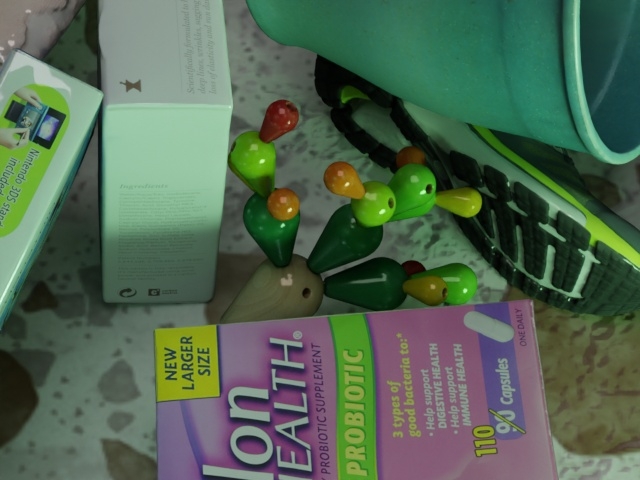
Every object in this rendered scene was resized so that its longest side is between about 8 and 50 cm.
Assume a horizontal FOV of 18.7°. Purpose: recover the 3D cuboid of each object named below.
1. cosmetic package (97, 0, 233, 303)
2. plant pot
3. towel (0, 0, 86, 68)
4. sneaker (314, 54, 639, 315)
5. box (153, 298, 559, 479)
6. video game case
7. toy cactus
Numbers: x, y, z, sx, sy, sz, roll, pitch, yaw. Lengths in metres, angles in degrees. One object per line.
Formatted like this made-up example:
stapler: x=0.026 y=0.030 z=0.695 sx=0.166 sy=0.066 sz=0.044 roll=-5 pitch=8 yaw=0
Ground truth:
cosmetic package: x=-0.106 y=-0.065 z=1.280 sx=0.085 sy=0.231 sz=0.117 roll=-1 pitch=58 yaw=-9
plant pot: x=0.093 y=-0.201 z=1.259 sx=0.255 sy=0.271 sz=0.271 roll=10 pitch=57 yaw=24
towel: x=-0.248 y=-0.234 z=1.408 sx=0.317 sy=0.053 sz=0.332 roll=3 pitch=52 yaw=37
sneaker: x=0.136 y=-0.069 z=1.362 sx=0.121 sy=0.111 sz=0.300 roll=-36 pitch=67 yaw=-25
box: x=0.024 y=0.163 z=1.203 sx=0.243 sy=0.117 sz=0.213 roll=-5 pitch=59 yaw=1
video game case: x=-0.210 y=0.021 z=1.166 sx=0.061 sy=0.269 sz=0.244 roll=27 pitch=85 yaw=-6
toy cactus: x=0.000 y=0.000 z=1.294 sx=0.180 sy=0.219 sz=0.112 roll=-42 pitch=46 yaw=21
